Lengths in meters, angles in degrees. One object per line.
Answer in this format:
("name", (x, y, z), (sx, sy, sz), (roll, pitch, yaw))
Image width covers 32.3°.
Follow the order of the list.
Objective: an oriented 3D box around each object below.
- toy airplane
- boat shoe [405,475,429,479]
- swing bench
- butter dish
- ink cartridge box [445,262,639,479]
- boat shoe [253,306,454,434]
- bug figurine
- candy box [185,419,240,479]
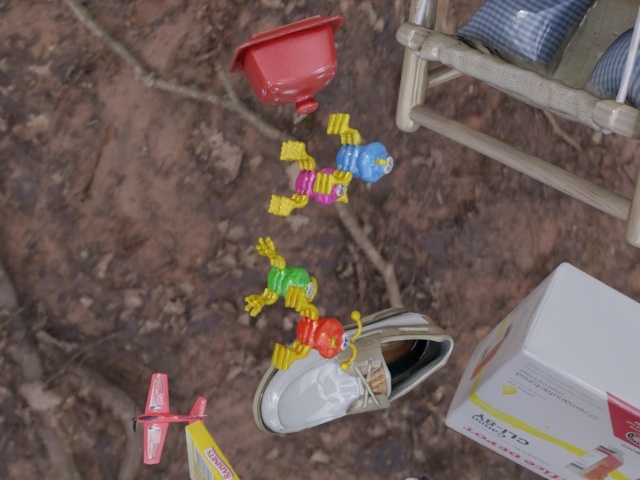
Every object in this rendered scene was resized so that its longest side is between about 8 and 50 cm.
("toy airplane", (-0.242, 0.286, 1.789), (0.151, 0.151, 0.028), (-22, 153, 19))
("boat shoe", (0.143, 0.418, 1.676), (0.046, 0.038, 0.125), (6, 93, 45))
("swing bench", (0.164, -0.173, 0.680), (0.165, 0.253, 0.255), (-24, 122, -23))
("butter dish", (-0.036, -0.235, 1.556), (0.160, 0.160, 0.118), (-19, 89, -11))
("ink cartridge box", (0.384, 0.228, 1.655), (0.279, 0.160, 0.384), (28, 154, 2))
("boat shoe", (0.049, 0.169, 1.453), (0.103, 0.302, 0.113), (12, 121, 47))
("bug figurine", (0.000, 0.000, 1.218), (0.072, 0.216, 0.279), (12, 95, -26))
("candy box", (-0.096, 0.310, 1.259), (0.027, 0.206, 0.105), (-24, 140, -22))
